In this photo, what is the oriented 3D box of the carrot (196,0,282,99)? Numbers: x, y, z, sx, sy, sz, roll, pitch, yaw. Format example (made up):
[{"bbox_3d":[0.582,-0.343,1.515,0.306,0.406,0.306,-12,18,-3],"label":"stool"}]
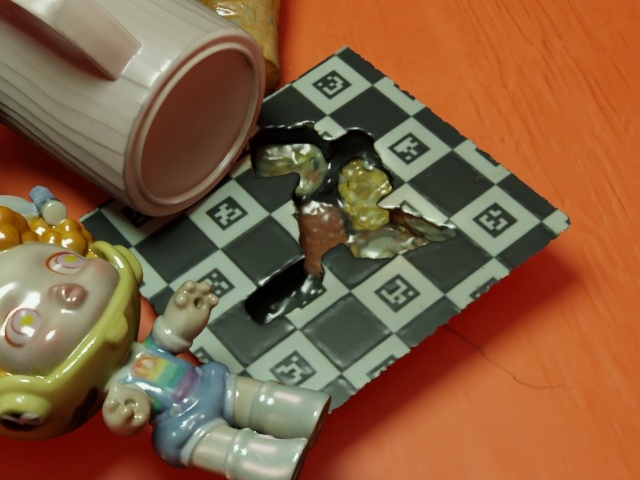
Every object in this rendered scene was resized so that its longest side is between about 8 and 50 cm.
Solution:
[{"bbox_3d":[-0.099,-0.304,1.339,0.138,0.139,0.302,1,60,-3],"label":"carrot"}]

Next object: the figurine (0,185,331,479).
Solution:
[{"bbox_3d":[-0.190,0.124,1.018,0.381,0.205,0.224,33,57,19],"label":"figurine"}]

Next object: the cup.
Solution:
[{"bbox_3d":[-0.215,-0.191,1.154,0.273,0.288,0.208,33,56,23],"label":"cup"}]

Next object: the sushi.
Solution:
[{"bbox_3d":[0.000,0.000,1.196,0.359,0.064,0.343,-35,57,-18],"label":"sushi"}]
